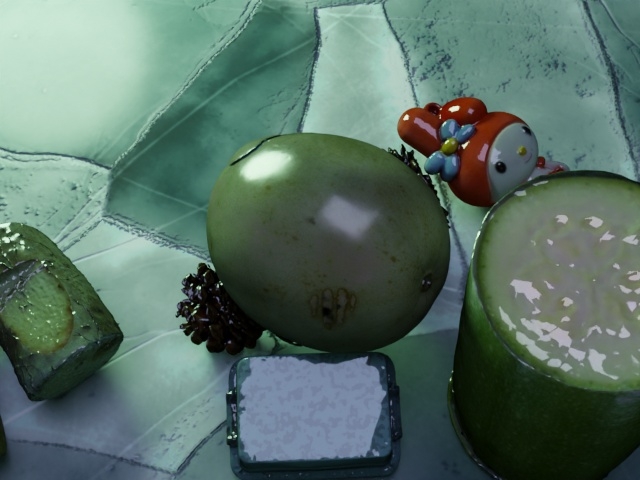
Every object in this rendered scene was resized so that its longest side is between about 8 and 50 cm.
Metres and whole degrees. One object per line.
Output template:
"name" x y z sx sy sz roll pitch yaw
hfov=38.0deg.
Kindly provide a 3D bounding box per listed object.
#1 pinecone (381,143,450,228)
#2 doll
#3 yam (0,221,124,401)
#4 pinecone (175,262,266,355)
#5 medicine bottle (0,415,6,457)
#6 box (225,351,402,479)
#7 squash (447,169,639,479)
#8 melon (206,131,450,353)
"pinecone" 0.090 -0.041 1.330 0.165 0.163 0.163 -29 59 10
"doll" 0.252 -0.121 1.388 0.290 0.130 0.161 36 68 5
"yam" -0.371 0.098 1.251 0.154 0.154 0.254 -33 58 -18
"pinecone" -0.134 0.091 1.269 0.120 0.140 0.140 -13 51 33
"medicine bottle" -0.572 0.256 1.150 0.322 0.151 0.151 -20 59 -11
"box" -0.009 0.217 1.179 0.226 0.130 0.162 -2 73 0
"squash" 0.288 0.131 1.084 0.262 0.384 0.263 -1 59 2
"melon" 0.000 0.000 1.149 0.330 0.269 0.268 21 58 36
